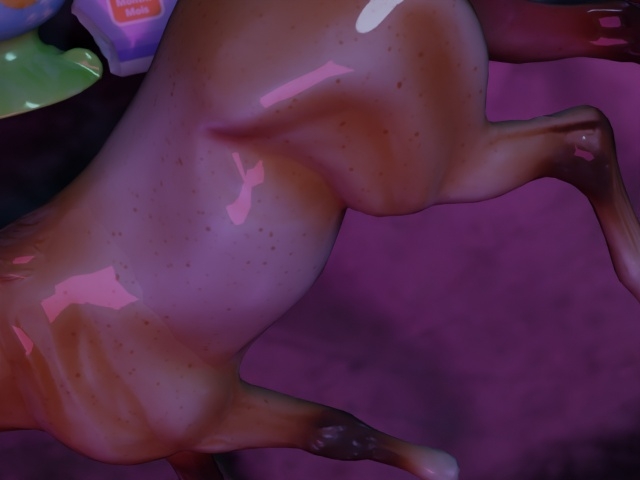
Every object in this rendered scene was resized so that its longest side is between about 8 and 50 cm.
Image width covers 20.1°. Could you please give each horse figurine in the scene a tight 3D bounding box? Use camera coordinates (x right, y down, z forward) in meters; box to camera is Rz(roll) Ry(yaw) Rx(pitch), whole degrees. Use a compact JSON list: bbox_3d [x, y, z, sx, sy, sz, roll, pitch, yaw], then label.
[{"bbox_3d":[0.000,0.000,0.409,0.174,0.066,0.263,30,117,-31],"label":"horse figurine"}]

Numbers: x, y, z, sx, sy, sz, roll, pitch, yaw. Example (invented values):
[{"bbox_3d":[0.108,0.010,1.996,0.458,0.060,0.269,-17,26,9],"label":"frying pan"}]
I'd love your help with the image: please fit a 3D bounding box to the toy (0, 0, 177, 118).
[{"bbox_3d":[-0.094,-0.133,0.366,0.137,0.056,0.237,-12,115,4],"label":"toy"}]
